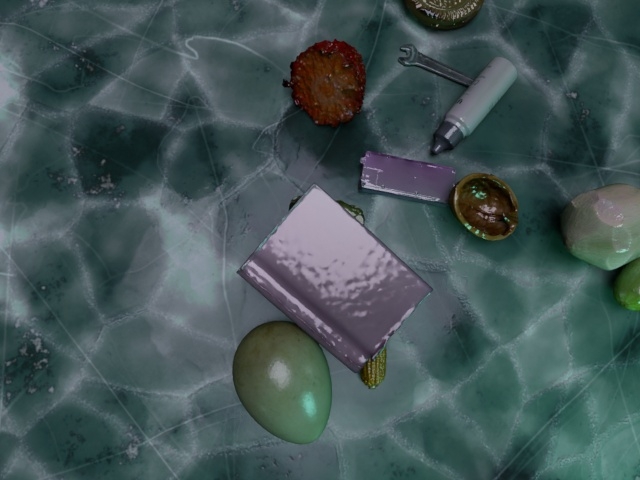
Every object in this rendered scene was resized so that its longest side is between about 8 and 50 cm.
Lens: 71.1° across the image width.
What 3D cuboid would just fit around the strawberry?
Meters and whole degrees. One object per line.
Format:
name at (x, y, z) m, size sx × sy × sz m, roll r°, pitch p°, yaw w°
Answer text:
strawberry at (0.039, -0.438, 1.214) m, size 0.234 × 0.234 × 0.178 m, roll 36°, pitch 50°, yaw 3°

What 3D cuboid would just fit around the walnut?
walnut at (0.423, -0.091, 1.197) m, size 0.211 × 0.087 × 0.167 m, roll 29°, pitch 82°, yaw -15°

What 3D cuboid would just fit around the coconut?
coconut at (0.728, -0.034, 1.149) m, size 0.234 × 0.224 × 0.224 m, roll -12°, pitch 82°, yaw -3°

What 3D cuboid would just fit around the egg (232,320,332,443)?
egg at (-0.081, 0.331, 1.040) m, size 0.218 × 0.218 × 0.295 m, roll -23°, pitch 94°, yaw -7°

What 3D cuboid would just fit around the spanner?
spanner at (0.366, -0.491, 1.298) m, size 0.302 × 0.017 × 0.071 m, roll 23°, pitch 81°, yaw 1°

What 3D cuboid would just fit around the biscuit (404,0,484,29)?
biscuit at (0.357, -0.732, 1.305) m, size 0.259 × 0.079 × 0.259 m, roll 1°, pitch 81°, yaw -4°

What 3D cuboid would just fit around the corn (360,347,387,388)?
corn at (0.135, 0.271, 1.135) m, size 0.068 × 0.068 × 0.207 m, roll 4°, pitch 81°, yaw -3°

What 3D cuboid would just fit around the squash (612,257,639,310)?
squash at (0.916, 0.042, 1.197) m, size 0.118 × 0.118 × 0.370 m, roll 44°, pitch 77°, yaw 4°

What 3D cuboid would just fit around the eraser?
eraser at (0.032, 0.084, 1.029) m, size 0.359 × 0.122 × 0.272 m, roll 40°, pitch 90°, yaw -4°

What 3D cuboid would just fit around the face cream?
face cream at (0.412, -0.358, 1.235) m, size 0.092 × 0.092 × 0.311 m, roll 39°, pitch 88°, yaw 3°

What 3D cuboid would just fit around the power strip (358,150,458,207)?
power strip at (0.239, -0.168, 1.227) m, size 0.278 × 0.037 × 0.109 m, roll 11°, pitch 81°, yaw -2°

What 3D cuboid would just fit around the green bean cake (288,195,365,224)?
green bean cake at (0.000, 0.000, 1.149) m, size 0.200 × 0.113 × 0.214 m, roll 13°, pitch 82°, yaw 0°
